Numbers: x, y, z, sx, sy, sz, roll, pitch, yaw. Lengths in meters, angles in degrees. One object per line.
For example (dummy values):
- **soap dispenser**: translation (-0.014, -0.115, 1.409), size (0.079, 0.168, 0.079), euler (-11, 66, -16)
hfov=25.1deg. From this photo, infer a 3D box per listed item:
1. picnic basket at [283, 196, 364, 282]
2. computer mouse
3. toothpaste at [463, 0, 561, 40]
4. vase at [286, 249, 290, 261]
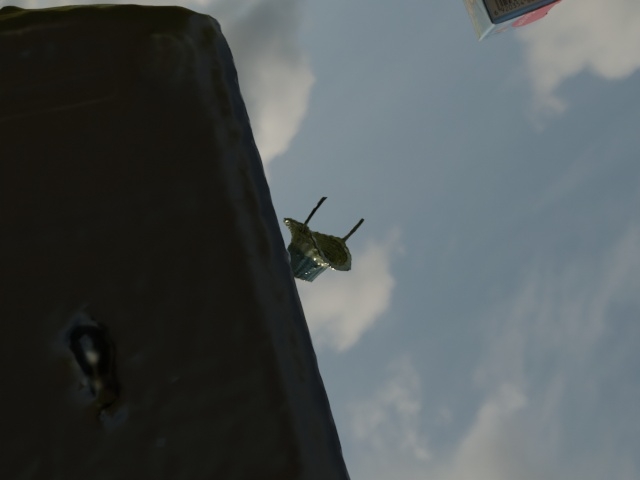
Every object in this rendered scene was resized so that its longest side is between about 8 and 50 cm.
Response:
- **picnic basket**: translation (0.000, 0.000, 1.347), size (0.083, 0.065, 0.083), euler (-57, -136, 9)
- **computer mouse**: translation (-0.090, 0.045, 0.550), size (0.170, 0.269, 0.100), euler (-12, 177, -17)
- **toothpaste**: translation (0.073, -0.209, 0.801), size (0.044, 0.193, 0.070), euler (-21, 179, -4)
- **vase**: translation (-0.201, 0.019, 0.873), size (0.240, 0.302, 0.329), euler (-69, 164, 4)
